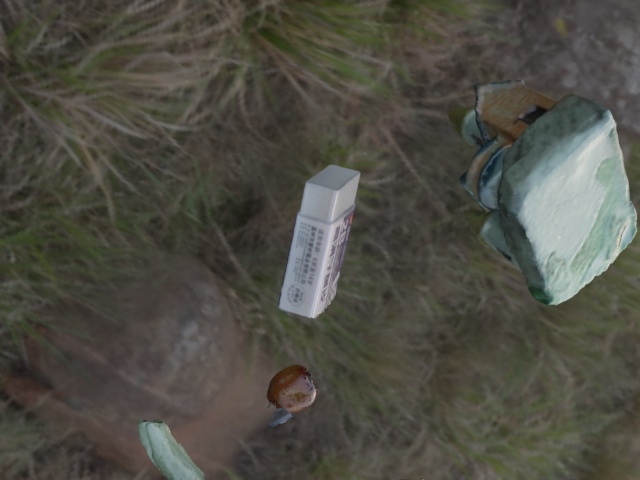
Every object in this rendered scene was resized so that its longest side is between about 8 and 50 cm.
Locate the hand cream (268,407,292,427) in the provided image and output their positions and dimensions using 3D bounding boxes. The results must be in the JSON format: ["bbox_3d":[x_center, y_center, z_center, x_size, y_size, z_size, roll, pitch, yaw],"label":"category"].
[{"bbox_3d":[-0.050,0.214,1.415,0.030,0.019,0.093,-28,174,-4],"label":"hand cream"}]

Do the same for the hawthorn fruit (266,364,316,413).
[{"bbox_3d":[-0.042,0.225,1.753,0.077,0.077,0.077,-22,125,-34],"label":"hawthorn fruit"}]

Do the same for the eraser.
[{"bbox_3d":[0.000,0.000,1.778,0.124,0.068,0.210,-39,143,-64],"label":"eraser"}]

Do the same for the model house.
[{"bbox_3d":[0.263,-0.099,1.681,0.194,0.325,0.267,-40,136,-11],"label":"model house"}]

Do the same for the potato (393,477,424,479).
[{"bbox_3d":[0.087,0.449,1.469,0.210,0.173,0.307,-25,118,-39],"label":"potato"}]

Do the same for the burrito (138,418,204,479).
[{"bbox_3d":[-0.189,0.269,1.461,0.044,0.074,0.118,-37,100,-1],"label":"burrito"}]
